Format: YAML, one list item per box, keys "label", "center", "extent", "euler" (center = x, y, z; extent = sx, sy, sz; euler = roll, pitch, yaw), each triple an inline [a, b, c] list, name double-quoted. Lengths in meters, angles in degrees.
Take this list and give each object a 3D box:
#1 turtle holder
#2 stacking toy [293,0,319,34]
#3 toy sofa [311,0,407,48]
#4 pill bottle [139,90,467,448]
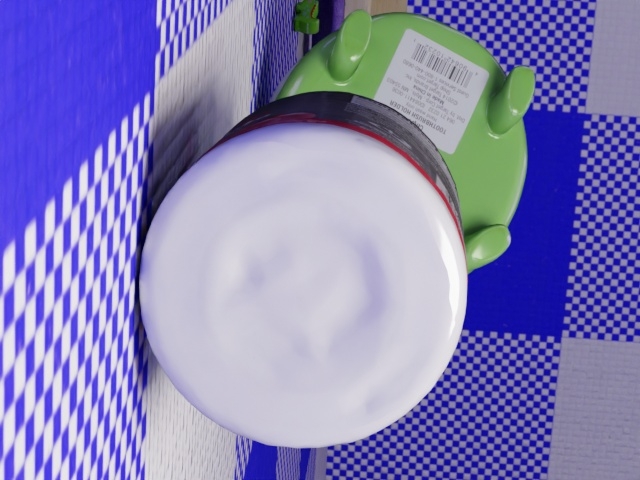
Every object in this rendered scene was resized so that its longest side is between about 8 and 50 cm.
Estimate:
- label: "turtle holder"
  center: [0.056, -0.037, 1.459]
  extent: [0.227, 0.243, 0.320]
  euler: [150, -64, -73]
- label: "stacking toy"
  center: [-0.011, -0.141, 1.764]
  extent: [0.221, 0.052, 0.167]
  euler: [-84, 177, -45]
- label: "toy sofa"
  center: [0.039, -0.318, 1.888]
  extent: [0.150, 0.177, 0.363]
  euler: [-42, 142, -49]
- label: "pill bottle"
  center: [0.000, 0.000, 0.981]
  extent: [0.318, 0.176, 0.176]
  euler: [-69, 163, -79]
